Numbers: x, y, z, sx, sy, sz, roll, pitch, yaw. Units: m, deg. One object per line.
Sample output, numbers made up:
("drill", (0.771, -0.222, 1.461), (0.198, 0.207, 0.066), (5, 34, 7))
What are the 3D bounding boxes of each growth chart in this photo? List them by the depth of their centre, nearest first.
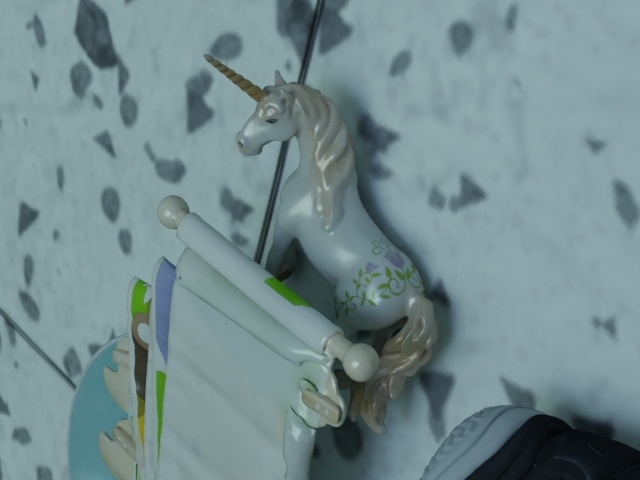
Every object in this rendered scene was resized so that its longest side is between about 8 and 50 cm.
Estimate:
("growth chart", (-0.052, 0.095, 0.728), (0.172, 0.021, 0.237), (42, 136, 34))

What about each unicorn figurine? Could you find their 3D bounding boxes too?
("unicorn figurine", (0.000, 0.000, 0.689), (0.162, 0.060, 0.111), (43, 129, 14))

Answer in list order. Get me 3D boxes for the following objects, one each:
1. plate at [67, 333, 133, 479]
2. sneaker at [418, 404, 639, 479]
("plate", (-0.080, 0.141, 0.828), (0.188, 0.024, 0.188), (14, 109, 46))
("sneaker", (0.093, 0.192, 0.534), (0.153, 0.101, 0.268), (-3, 69, 44))
